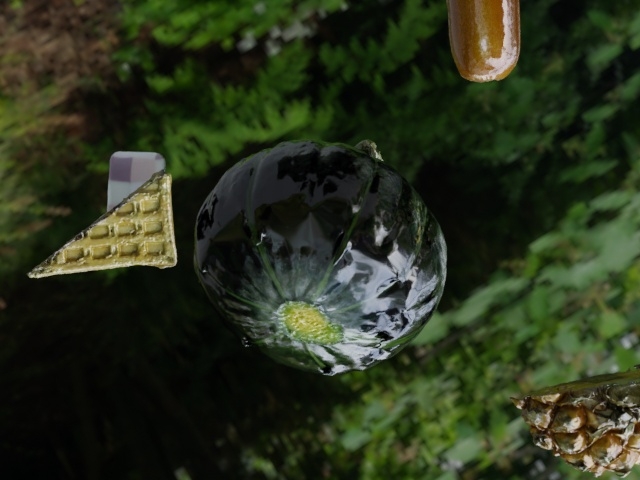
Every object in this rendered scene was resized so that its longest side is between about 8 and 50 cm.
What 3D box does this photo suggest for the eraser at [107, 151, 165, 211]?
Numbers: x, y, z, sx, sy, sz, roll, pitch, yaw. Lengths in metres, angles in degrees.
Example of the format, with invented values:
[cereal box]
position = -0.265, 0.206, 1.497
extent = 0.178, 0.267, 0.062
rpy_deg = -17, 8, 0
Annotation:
[eraser]
position = -0.216, -0.051, 1.708
extent = 0.065, 0.105, 0.026
rpy_deg = 2, -178, 1

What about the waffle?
[waffle]
position = -0.219, -0.015, 1.448
extent = 0.152, 0.098, 0.023
rpy_deg = -6, -171, -2

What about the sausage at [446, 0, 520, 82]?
[sausage]
position = 0.230, -0.362, 2.087
extent = 0.105, 0.274, 0.105
rpy_deg = -6, -167, 1

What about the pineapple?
[pineapple]
position = 0.403, 0.239, 1.902
extent = 0.249, 0.140, 0.164
rpy_deg = -7, 176, -30

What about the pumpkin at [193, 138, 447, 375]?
[pumpkin]
position = 0.000, 0.000, 1.715
extent = 0.295, 0.296, 0.296
rpy_deg = -31, 172, -5
